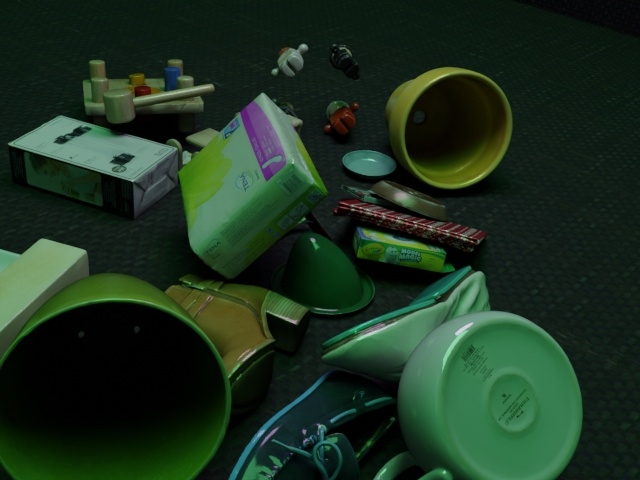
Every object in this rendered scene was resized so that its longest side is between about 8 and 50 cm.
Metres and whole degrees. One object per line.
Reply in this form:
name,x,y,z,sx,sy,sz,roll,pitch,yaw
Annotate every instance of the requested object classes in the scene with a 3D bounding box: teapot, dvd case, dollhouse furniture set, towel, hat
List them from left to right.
dollhouse furniture set,-0.167,-0.198,1.705,0.242,0.161,0.212,27,38,29
hat,0.000,0.000,1.400,0.208,0.183,0.173,15,32,15
dvd case,0.102,-0.088,1.665,0.087,0.013,0.119,10,12,-24
towel,0.174,-0.032,1.569,0.275,0.031,0.199,16,9,14
teapot,0.192,0.219,1.069,0.256,0.187,0.252,5,74,-23

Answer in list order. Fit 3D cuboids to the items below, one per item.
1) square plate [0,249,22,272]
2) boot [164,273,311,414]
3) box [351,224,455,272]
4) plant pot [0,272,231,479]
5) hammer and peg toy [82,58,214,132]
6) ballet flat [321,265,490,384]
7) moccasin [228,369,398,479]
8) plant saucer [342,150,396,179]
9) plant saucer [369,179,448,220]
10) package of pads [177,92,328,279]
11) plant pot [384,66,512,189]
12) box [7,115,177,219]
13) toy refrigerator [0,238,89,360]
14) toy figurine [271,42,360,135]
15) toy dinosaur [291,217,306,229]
square plate,-0.680,0.092,1.270,0.344,0.049,0.347,14,33,11
boot,-0.161,0.137,1.227,0.220,0.109,0.283,17,32,14
box,0.152,0.016,1.497,0.179,0.043,0.105,12,14,-7
plant pot,-0.274,0.156,1.081,0.275,0.274,0.293,-3,17,-14
hammer and peg toy,-0.386,-0.306,1.832,0.266,0.127,0.361,-4,24,-16
ballet flat,0.157,0.141,1.217,0.139,0.139,0.400,26,25,28
moccasin,-0.002,0.264,1.027,0.117,0.137,0.342,13,33,25
plant saucer,0.107,-0.163,1.826,0.119,0.021,0.119,5,33,-3
plant saucer,0.180,-0.083,1.640,0.168,0.029,0.168,21,11,-4
package of pads,-0.128,-0.095,1.388,0.101,0.229,0.296,41,13,-32
plant pot,0.256,-0.259,1.821,0.254,0.254,0.239,-3,17,-14
box,-0.451,-0.152,1.655,0.290,0.087,0.169,16,34,15
toy refrigerator,-0.456,0.112,1.228,0.094,0.102,0.269,14,34,13
toy figurine,-0.013,-0.356,1.939,0.210,0.213,0.148,-1,24,-6
toy dinosaur,-0.138,-0.017,1.526,0.118,0.064,0.268,32,38,25
